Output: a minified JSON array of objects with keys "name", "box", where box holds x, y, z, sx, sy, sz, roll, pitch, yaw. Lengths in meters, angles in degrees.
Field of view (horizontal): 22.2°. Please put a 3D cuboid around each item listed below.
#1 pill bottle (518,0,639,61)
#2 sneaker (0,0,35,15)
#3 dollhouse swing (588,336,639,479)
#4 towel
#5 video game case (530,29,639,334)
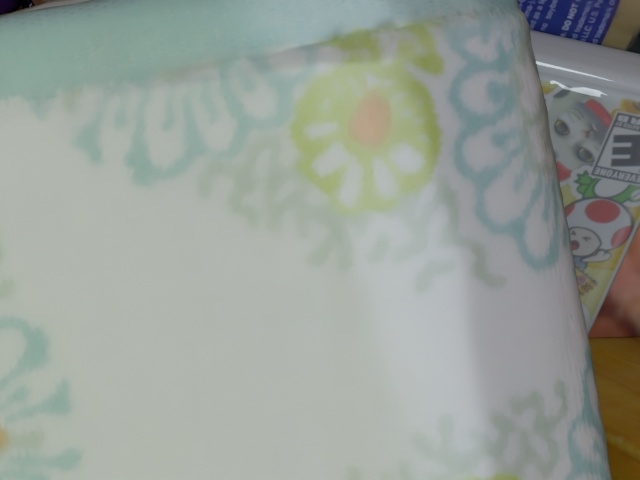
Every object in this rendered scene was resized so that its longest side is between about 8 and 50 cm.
[{"name":"pill bottle","box":[0.026,-0.132,0.615,0.219,0.123,0.123,11,95,-8]},{"name":"sneaker","box":[-0.217,-0.103,0.608,0.224,0.083,0.098,-10,103,-7]},{"name":"dollhouse swing","box":[0.237,0.218,0.618,0.305,0.315,0.347,-7,106,-24]},{"name":"towel","box":[-0.095,0.086,0.534,0.374,0.090,0.320,-10,97,9]},{"name":"video game case","box":[0.000,0.000,0.624,0.227,0.026,0.206,11,127,-9]}]
